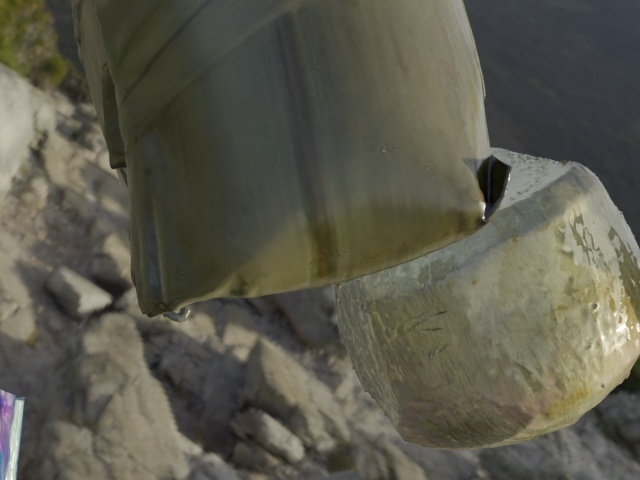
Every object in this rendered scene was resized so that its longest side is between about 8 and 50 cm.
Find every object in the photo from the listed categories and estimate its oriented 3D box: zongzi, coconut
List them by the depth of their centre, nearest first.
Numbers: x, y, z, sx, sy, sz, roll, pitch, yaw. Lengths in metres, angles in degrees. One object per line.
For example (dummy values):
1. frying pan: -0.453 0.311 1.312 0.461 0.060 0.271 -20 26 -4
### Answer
1. zongzi: -0.061 -0.159 0.646 0.447 0.181 0.418 -174 -112 -79
2. coconut: 0.160 0.062 1.111 0.297 0.297 0.255 -81 152 -69

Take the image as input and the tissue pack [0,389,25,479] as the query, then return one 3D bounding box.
1. tissue pack: -0.407 0.269 1.141 0.198 0.264 0.146 2 -14 5
